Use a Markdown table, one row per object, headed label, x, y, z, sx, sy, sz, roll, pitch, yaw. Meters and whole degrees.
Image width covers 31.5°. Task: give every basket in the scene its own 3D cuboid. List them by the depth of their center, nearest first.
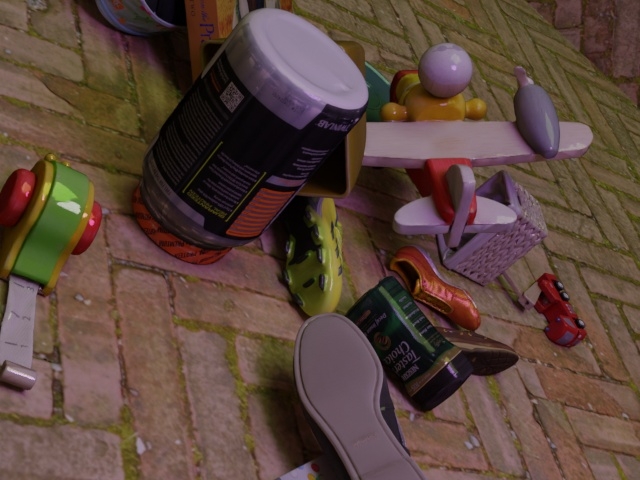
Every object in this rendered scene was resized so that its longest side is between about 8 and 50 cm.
| label | x | y | z | sx | sy | sz | roll | pitch | yaw |
| --- | --- | --- | --- | --- | --- | --- | --- | --- | --- |
| basket | 0.293 | -0.017 | 1.932 | 0.103 | 0.167 | 0.113 | 32 | 31 | -25 |

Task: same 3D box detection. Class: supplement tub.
| label | x | y | z | sx | sy | sz | roll | pitch | yaw |
| --- | --- | --- | --- | --- | --- | --- | --- | --- | --- |
| supplement tub | -0.100 | -0.125 | 1.461 | 0.193 | 0.316 | 0.194 | 30 | 31 | -21 |

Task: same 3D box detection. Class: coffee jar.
| label | x | y | z | sx | sy | sz | roll | pitch | yaw |
| --- | --- | --- | --- | --- | --- | --- | --- | --- | --- |
| coffee jar | 0.124 | 0.145 | 1.593 | 0.184 | 0.096 | 0.079 | 47 | 33 | 9 |

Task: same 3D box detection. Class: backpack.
| label | x | y | z | sx | sy | sz | roll | pitch | yaw |
| --- | --- | --- | --- | --- | --- | --- | --- | --- | --- |
| backpack | -0.269 | -0.448 | 1.782 | 0.225 | 0.191 | 0.254 | -17 | 98 | -56 |

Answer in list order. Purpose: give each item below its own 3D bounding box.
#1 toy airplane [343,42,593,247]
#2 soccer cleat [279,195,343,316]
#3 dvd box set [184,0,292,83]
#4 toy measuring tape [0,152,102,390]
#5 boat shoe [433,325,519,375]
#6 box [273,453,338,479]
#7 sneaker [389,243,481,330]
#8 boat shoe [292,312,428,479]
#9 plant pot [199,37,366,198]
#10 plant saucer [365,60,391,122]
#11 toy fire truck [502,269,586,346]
| label | x | y | z | sx | sy | sz | roll | pitch | yaw |
| --- | --- | --- | --- | --- | --- | --- | --- | --- | --- |
| toy airplane | 0.188 | -0.173 | 1.801 | 0.384 | 0.272 | 0.386 | 23 | 34 | 31 |
| soccer cleat | 0.001 | -0.001 | 1.644 | 0.121 | 0.093 | 0.289 | 27 | 33 | -35 |
| dvd box set | -0.130 | -0.448 | 1.807 | 0.062 | 0.420 | 0.307 | 4 | 22 | 19 |
| toy measuring tape | -0.304 | 0.008 | 1.256 | 0.121 | 0.121 | 0.330 | 25 | 34 | -27 |
| boat shoe | 0.231 | 0.162 | 1.727 | 0.178 | 0.064 | 0.060 | 12 | 43 | -37 |
| box | 0.007 | 0.324 | 1.286 | 0.145 | 0.038 | 0.186 | 52 | 30 | 17 |
| sneaker | 0.178 | 0.084 | 1.787 | 0.175 | 0.064 | 0.067 | 42 | 50 | 10 |
| boat shoe | 0.045 | 0.234 | 1.341 | 0.112 | 0.095 | 0.335 | -14 | 48 | -13 |
| plant pot | -0.031 | -0.194 | 1.625 | 0.212 | 0.212 | 0.187 | 6 | 21 | 20 |
| plant saucer | 0.062 | -0.267 | 2.105 | 0.317 | 0.044 | 0.318 | 29 | 32 | -20 |
| toy fire truck | 0.379 | 0.096 | 2.000 | 0.135 | 0.047 | 0.192 | 14 | 41 | -39 |
